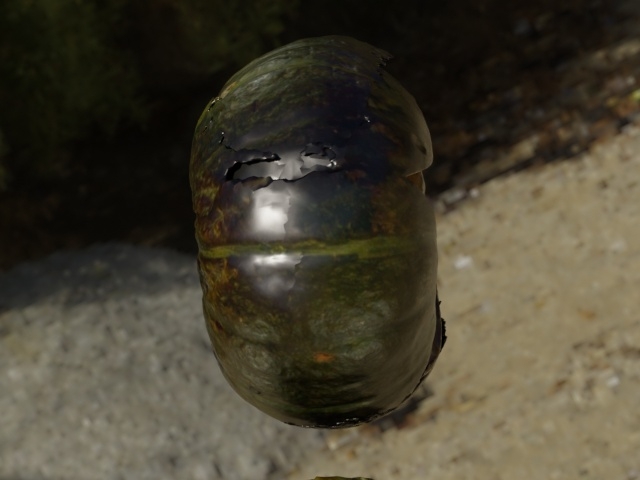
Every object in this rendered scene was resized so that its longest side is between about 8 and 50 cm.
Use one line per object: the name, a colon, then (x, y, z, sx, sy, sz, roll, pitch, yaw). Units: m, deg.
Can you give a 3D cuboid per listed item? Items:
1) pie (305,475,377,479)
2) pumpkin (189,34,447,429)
pie: (0.034, 0.335, 1.374, 0.355, 0.288, 0.103, 17, -28, -41)
pumpkin: (0.000, 0.000, 1.354, 0.192, 0.320, 0.320, -6, 6, 1)
